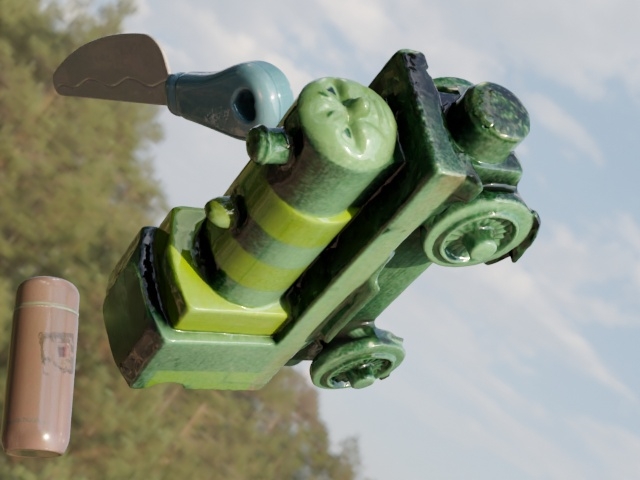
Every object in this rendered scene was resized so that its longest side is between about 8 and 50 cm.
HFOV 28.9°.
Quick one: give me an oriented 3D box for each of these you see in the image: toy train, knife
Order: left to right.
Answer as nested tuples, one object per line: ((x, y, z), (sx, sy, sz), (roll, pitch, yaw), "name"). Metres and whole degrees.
((-0.111, -0.110, 0.840), (0.244, 0.032, 0.058), (17, -59, 41), "knife")
((0.000, -0.001, 0.532), (0.132, 0.083, 0.200), (4, -36, -30), "toy train")

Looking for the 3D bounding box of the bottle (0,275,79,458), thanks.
((-0.222, 0.101, 0.989), (0.053, 0.140, 0.053), (0, -20, 0), "bottle")
